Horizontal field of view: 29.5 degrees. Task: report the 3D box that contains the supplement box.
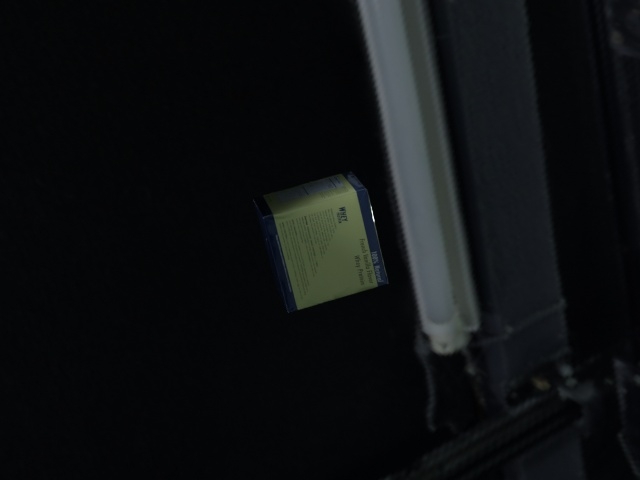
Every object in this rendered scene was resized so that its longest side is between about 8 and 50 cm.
[{"bbox_3d":[0.000,0.000,0.959,0.083,0.056,0.083,-16,-69,-6],"label":"supplement box"}]
